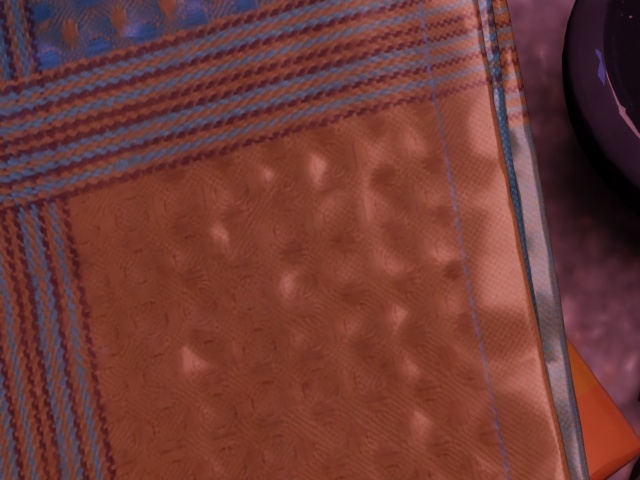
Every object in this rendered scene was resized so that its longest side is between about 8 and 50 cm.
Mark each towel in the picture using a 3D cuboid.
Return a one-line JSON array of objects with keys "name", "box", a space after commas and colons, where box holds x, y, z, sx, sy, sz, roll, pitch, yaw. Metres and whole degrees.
[{"name": "towel", "box": [-0.067, 0.007, 0.514, 0.271, 0.040, 0.370, -12, 84, 10]}]

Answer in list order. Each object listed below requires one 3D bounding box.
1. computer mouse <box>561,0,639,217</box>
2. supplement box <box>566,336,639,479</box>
[{"name": "computer mouse", "box": [0.197, -0.048, 0.619, 0.272, 0.072, 0.189, -4, 72, -22]}, {"name": "supplement box", "box": [0.000, 0.000, 0.567, 0.078, 0.080, 0.233, -33, 78, -18]}]
